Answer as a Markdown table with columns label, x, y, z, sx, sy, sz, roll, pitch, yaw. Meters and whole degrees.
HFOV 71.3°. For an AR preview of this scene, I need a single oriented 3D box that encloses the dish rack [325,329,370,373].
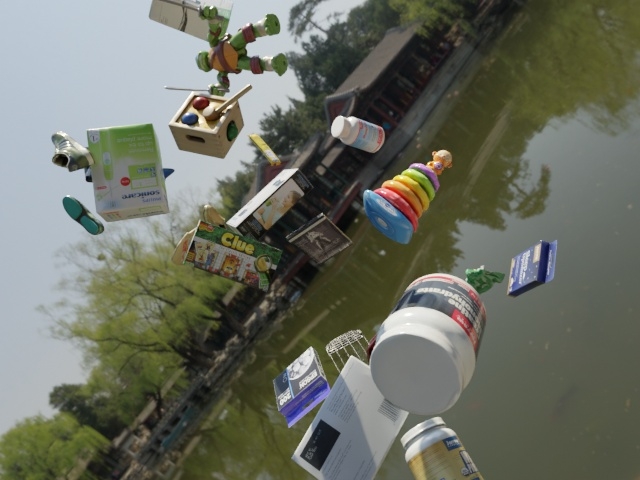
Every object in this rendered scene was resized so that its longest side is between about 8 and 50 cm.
| label | x | y | z | sx | sy | sz | roll | pitch | yaw |
| --- | --- | --- | --- | --- | --- | --- | --- | --- | --- |
| dish rack | 0.149 | 0.530 | 2.017 | 0.208 | 0.074 | 0.271 | -24 | 34 | -9 |

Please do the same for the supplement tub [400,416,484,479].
| label | x | y | z | sx | sy | sz | roll | pitch | yaw |
| --- | --- | --- | --- | --- | --- | --- | --- | --- | --- |
| supplement tub | 0.299 | 0.557 | 1.090 | 0.144 | 0.144 | 0.200 | -51 | 47 | 25 |

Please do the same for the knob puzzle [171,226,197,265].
| label | x | y | z | sx | sy | sz | roll | pitch | yaw |
| --- | --- | --- | --- | --- | --- | --- | --- | --- | --- |
| knob puzzle | -0.640 | 0.036 | 2.092 | 0.213 | 0.029 | 0.213 | -59 | -11 | -18 |

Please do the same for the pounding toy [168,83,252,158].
| label | x | y | z | sx | sy | sz | roll | pitch | yaw |
| --- | --- | --- | --- | --- | --- | --- | --- | --- | --- |
| pounding toy | -0.222 | -0.258 | 0.937 | 0.100 | 0.141 | 0.130 | 84 | -157 | -56 |

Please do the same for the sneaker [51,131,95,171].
| label | x | y | z | sx | sy | sz | roll | pitch | yaw |
| --- | --- | --- | --- | --- | --- | --- | --- | --- | --- |
| sneaker | -0.774 | -0.264 | 1.343 | 0.086 | 0.192 | 0.064 | -43 | -27 | -34 |

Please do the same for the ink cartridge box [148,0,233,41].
| label | x | y | z | sx | sy | sz | roll | pitch | yaw |
| --- | --- | --- | --- | --- | --- | --- | --- | --- | --- |
| ink cartridge box | -0.387 | -0.696 | 1.350 | 0.160 | 0.219 | 0.093 | -95 | 28 | -44 |

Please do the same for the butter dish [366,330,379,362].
| label | x | y | z | sx | sy | sz | roll | pitch | yaw |
| --- | --- | --- | --- | --- | --- | --- | --- | --- | --- |
| butter dish | 0.236 | 0.348 | 1.452 | 0.160 | 0.118 | 0.160 | -45 | -27 | -18 |

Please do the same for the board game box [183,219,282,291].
| label | x | y | z | sx | sy | sz | roll | pitch | yaw |
| --- | --- | --- | --- | --- | --- | --- | --- | --- | --- |
| board game box | -0.255 | 0.048 | 1.314 | 0.136 | 0.259 | 0.030 | -71 | 17 | -6 |

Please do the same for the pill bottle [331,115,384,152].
| label | x | y | z | sx | sy | sz | roll | pitch | yaw |
| --- | --- | --- | --- | --- | --- | --- | --- | --- | --- |
| pill bottle | 0.118 | -0.338 | 1.409 | 0.087 | 0.160 | 0.087 | -18 | 67 | 53 |

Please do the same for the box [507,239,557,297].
| label | x | y | z | sx | sy | sz | roll | pitch | yaw |
| --- | --- | --- | --- | --- | --- | --- | --- | --- | --- |
| box | 0.668 | 0.089 | 1.418 | 0.225 | 0.036 | 0.137 | 107 | -179 | -69 |

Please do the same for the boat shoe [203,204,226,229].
| label | x | y | z | sx | sy | sz | roll | pitch | yaw |
| --- | --- | --- | --- | --- | --- | --- | --- | --- | --- |
| boat shoe | -0.436 | -0.090 | 1.877 | 0.190 | 0.072 | 0.068 | 80 | -156 | -68 |

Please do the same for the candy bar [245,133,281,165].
| label | x | y | z | sx | sy | sz | roll | pitch | yaw |
| --- | --- | --- | --- | --- | --- | --- | --- | --- | --- |
| candy bar | -0.178 | -0.288 | 1.402 | 0.040 | 0.161 | 0.018 | -17 | -33 | -38 |

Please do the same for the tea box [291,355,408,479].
| label | x | y | z | sx | sy | sz | roll | pitch | yaw |
| --- | --- | --- | --- | --- | --- | --- | --- | --- | --- |
| tea box | 0.119 | 0.557 | 1.348 | 0.329 | 0.219 | 0.323 | -58 | -19 | -9 |

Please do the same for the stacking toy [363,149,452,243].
| label | x | y | z | sx | sy | sz | roll | pitch | yaw |
| --- | --- | --- | --- | --- | --- | --- | --- | --- | --- |
| stacking toy | 0.277 | -0.153 | 1.282 | 0.302 | 0.175 | 0.166 | -45 | -18 | -10 |

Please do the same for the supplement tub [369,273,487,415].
| label | x | y | z | sx | sy | sz | roll | pitch | yaw |
| --- | --- | --- | --- | --- | --- | --- | --- | --- | --- |
| supplement tub | 0.224 | 0.198 | 0.904 | 0.191 | 0.191 | 0.272 | -51 | -8 | 31 |

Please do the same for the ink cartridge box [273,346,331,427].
| label | x | y | z | sx | sy | sz | roll | pitch | yaw |
| --- | --- | --- | --- | --- | --- | --- | --- | --- | --- |
| ink cartridge box | -0.072 | 0.519 | 1.592 | 0.206 | 0.045 | 0.208 | -43 | 32 | 9 |

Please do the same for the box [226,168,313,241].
| label | x | y | z | sx | sy | sz | roll | pitch | yaw |
| --- | --- | --- | --- | --- | --- | --- | --- | --- | --- |
| box | -0.176 | -0.120 | 1.533 | 0.290 | 0.087 | 0.169 | -44 | 20 | -10 |

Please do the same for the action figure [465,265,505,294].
| label | x | y | z | sx | sy | sz | roll | pitch | yaw |
| --- | --- | --- | --- | --- | --- | --- | --- | --- | --- |
| action figure | 0.601 | 0.142 | 1.683 | 0.137 | 0.064 | 0.232 | -48 | -37 | 17 |

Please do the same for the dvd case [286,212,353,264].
| label | x | y | z | sx | sy | sz | roll | pitch | yaw |
| --- | --- | --- | --- | --- | --- | --- | --- | --- | --- |
| dvd case | 0.000 | 0.000 | 1.667 | 0.164 | 0.221 | 0.018 | -33 | 48 | 16 |

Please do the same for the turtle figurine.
| label | x | y | z | sx | sy | sz | roll | pitch | yaw |
| --- | --- | --- | --- | --- | --- | --- | --- | --- | --- |
| turtle figurine | -0.235 | -0.451 | 1.080 | 0.274 | 0.266 | 0.198 | 20 | -109 | -64 |

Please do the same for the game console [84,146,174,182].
| label | x | y | z | sx | sy | sz | roll | pitch | yaw |
| --- | --- | --- | --- | --- | --- | --- | --- | --- | --- |
| game console | -0.740 | -0.309 | 1.713 | 0.292 | 0.250 | 0.173 | -3 | -35 | -34 |

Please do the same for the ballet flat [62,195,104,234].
| label | x | y | z | sx | sy | sz | roll | pitch | yaw |
| --- | --- | --- | --- | --- | --- | --- | --- | --- | --- |
| ballet flat | -0.877 | -0.090 | 1.657 | 0.070 | 0.188 | 0.070 | -42 | -3 | -2 |

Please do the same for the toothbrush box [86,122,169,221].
| label | x | y | z | sx | sy | sz | roll | pitch | yaw |
| --- | --- | --- | --- | --- | --- | --- | --- | --- | --- |
| toothbrush box | -0.627 | -0.222 | 1.464 | 0.206 | 0.284 | 0.122 | -9 | -10 | -12 |
